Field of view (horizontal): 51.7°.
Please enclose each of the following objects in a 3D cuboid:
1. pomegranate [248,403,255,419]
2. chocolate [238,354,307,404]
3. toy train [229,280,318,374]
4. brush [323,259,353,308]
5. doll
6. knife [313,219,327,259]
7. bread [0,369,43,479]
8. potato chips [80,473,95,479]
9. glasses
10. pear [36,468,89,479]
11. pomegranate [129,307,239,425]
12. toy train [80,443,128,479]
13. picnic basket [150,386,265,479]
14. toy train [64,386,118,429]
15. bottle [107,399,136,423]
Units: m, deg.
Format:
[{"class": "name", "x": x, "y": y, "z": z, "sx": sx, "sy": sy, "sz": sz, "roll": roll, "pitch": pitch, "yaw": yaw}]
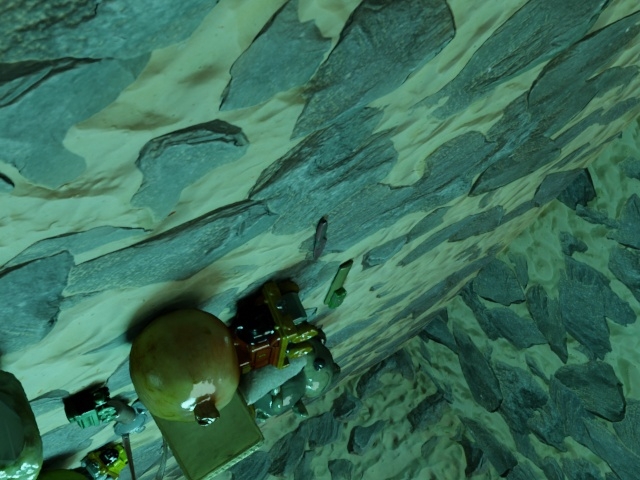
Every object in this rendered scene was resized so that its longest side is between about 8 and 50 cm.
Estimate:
[{"class": "pomegranate", "x": -0.334, "y": 0.571, "z": 2.123, "sx": 0.260, "sy": 0.260, "sz": 0.260, "roll": -31, "pitch": 161, "yaw": -12}, {"class": "chocolate", "x": -0.182, "y": 0.367, "z": 1.994, "sx": 0.303, "sy": 0.185, "sz": 0.100, "roll": -25, "pitch": 122, "yaw": -45}, {"class": "toy train", "x": -0.145, "y": 0.253, "z": 1.800, "sx": 0.232, "sy": 0.163, "sz": 0.369, "roll": -21, "pitch": 159, "yaw": -16}, {"class": "brush", "x": 0.060, "y": 0.145, "z": 2.064, "sx": 0.054, "sy": 0.048, "sz": 0.282, "roll": -30, "pitch": 160, "yaw": -24}, {"class": "doll", "x": -0.131, "y": 0.458, "z": 2.326, "sx": 0.379, "sy": 0.252, "sz": 0.382, "roll": -1, "pitch": -163, "yaw": 42}, {"class": "knife", "x": 0.000, "y": 0.000, "z": 1.643, "sx": 0.035, "sy": 0.018, "sz": 0.247, "roll": -33, "pitch": 165, "yaw": -16}, {"class": "bread", "x": -0.605, "y": 0.349, "z": 1.084, "sx": 0.264, "sy": 0.239, "sz": 0.395, "roll": -42, "pitch": 163, "yaw": 21}, {"class": "potato chips", "x": -0.878, "y": 0.851, "z": 2.142, "sx": 0.358, "sy": 0.070, "sz": 0.429, "roll": -38, "pitch": 161, "yaw": 17}, {"class": "glasses", "x": -0.487, "y": 0.595, "z": 1.880, "sx": 0.118, "sy": 0.268, "sz": 0.234, "roll": 11, "pitch": 134, "yaw": -42}, {"class": "pear", "x": -0.754, "y": 0.780, "z": 1.855, "sx": 0.294, "sy": 0.294, "sz": 0.294, "roll": -31, "pitch": 161, "yaw": -12}, {"class": "pomegranate", "x": -0.288, "y": 0.287, "z": 1.442, "sx": 0.229, "sy": 0.270, "sz": 0.252, "roll": -11, "pitch": 144, "yaw": -35}, {"class": "toy train", "x": -0.678, "y": 0.709, "z": 2.105, "sx": 0.127, "sy": 0.089, "sz": 0.219, "roll": -40, "pitch": 164, "yaw": -19}, {"class": "picnic basket", "x": -0.313, "y": 0.460, "z": 1.763, "sx": 0.228, "sy": 0.312, "sz": 0.175, "roll": -31, "pitch": 165, "yaw": -12}, {"class": "toy train", "x": -0.557, "y": 0.411, "z": 1.605, "sx": 0.111, "sy": 0.071, "sz": 0.170, "roll": -17, "pitch": 157, "yaw": -22}, {"class": "bottle", "x": -0.540, "y": 0.464, "z": 1.781, "sx": 0.053, "sy": 0.053, "sz": 0.140, "roll": -32, "pitch": 161, "yaw": -11}]
